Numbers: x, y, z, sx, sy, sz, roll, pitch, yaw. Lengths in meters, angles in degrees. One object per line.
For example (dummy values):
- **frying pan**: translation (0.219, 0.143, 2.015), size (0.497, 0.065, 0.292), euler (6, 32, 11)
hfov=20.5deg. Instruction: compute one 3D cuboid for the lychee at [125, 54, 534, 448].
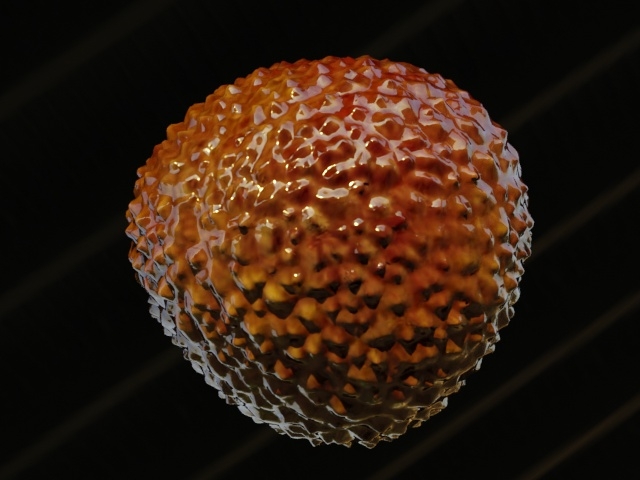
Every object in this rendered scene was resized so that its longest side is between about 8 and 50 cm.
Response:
- **lychee**: translation (0.004, -0.002, 0.834), size (0.194, 0.194, 0.194), euler (-18, -44, -18)
